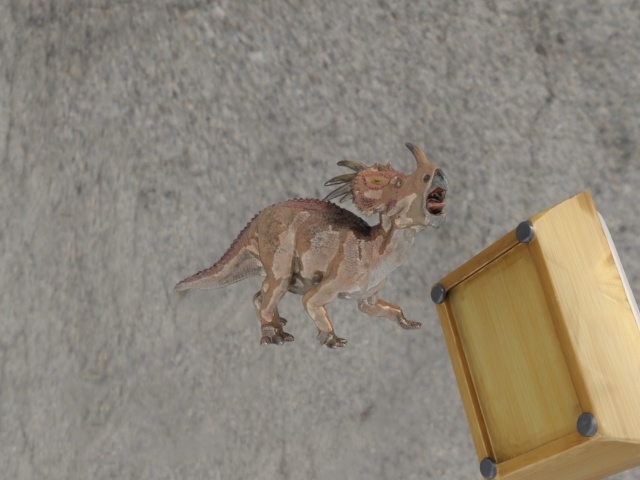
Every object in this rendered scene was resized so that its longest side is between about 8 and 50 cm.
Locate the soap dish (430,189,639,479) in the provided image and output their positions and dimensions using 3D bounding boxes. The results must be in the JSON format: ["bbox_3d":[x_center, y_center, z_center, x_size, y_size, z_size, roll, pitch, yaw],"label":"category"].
[{"bbox_3d":[0.244,0.123,1.092,0.118,0.291,0.229,2,153,-33],"label":"soap dish"}]

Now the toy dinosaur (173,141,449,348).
[{"bbox_3d":[0.000,0.000,1.022,0.295,0.127,0.200,1,98,19],"label":"toy dinosaur"}]
